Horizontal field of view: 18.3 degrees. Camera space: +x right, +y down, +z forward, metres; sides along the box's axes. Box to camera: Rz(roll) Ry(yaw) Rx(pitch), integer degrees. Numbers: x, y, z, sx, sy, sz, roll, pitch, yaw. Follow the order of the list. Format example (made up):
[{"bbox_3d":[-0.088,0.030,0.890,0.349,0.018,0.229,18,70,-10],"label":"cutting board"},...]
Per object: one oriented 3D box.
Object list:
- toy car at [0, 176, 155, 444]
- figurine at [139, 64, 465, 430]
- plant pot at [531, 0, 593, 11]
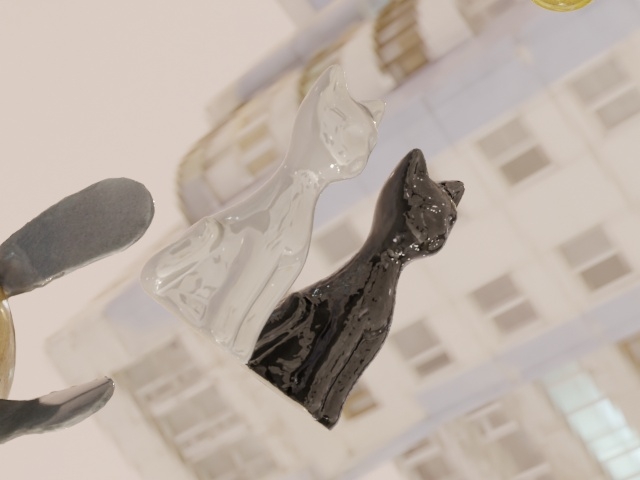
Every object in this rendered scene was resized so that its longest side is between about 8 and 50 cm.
[{"bbox_3d":[-0.145,0.022,0.572,0.155,0.188,0.149,-83,-16,-45],"label":"toy car"},{"bbox_3d":[0.000,0.000,1.395,0.209,0.092,0.215,-53,-38,-5],"label":"figurine"},{"bbox_3d":[0.217,-0.259,1.758,0.134,0.134,0.095,34,-136,-24],"label":"plant pot"}]
